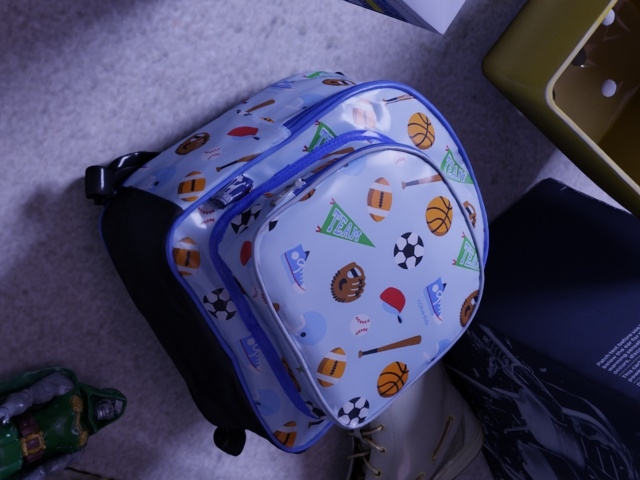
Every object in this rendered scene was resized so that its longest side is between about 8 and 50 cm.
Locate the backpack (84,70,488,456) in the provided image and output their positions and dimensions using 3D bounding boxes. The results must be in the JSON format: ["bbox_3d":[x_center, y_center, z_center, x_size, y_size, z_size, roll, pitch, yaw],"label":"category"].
[{"bbox_3d":[0.000,0.000,1.500,0.263,0.213,0.276,-45,127,-28],"label":"backpack"}]

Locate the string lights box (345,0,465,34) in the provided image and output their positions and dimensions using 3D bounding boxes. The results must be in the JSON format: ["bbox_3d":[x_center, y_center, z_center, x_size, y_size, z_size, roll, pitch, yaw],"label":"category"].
[{"bbox_3d":[-0.015,-0.231,1.344,0.133,0.260,0.076,37,83,-40],"label":"string lights box"}]

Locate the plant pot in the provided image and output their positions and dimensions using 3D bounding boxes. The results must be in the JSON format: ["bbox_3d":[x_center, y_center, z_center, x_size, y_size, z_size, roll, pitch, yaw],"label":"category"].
[{"bbox_3d":[0.259,-0.145,1.625,0.212,0.187,0.212,41,81,-26],"label":"plant pot"}]

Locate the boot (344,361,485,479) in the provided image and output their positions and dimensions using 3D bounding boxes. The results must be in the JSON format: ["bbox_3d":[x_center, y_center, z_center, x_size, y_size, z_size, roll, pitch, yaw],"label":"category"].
[{"bbox_3d":[0.038,0.174,1.677,0.213,0.077,0.165,-44,130,-22],"label":"boot"}]

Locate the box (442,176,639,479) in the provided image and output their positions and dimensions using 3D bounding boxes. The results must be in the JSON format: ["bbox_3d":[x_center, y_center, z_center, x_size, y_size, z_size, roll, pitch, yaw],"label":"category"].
[{"bbox_3d":[0.287,0.164,1.709,0.179,0.312,0.343,-38,127,-19],"label":"box"}]

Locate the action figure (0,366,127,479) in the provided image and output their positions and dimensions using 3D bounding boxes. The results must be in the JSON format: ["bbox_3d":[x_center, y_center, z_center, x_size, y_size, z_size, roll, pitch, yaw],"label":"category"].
[{"bbox_3d":[-0.244,0.155,1.463,0.232,0.063,0.137,-23,118,-33],"label":"action figure"}]
